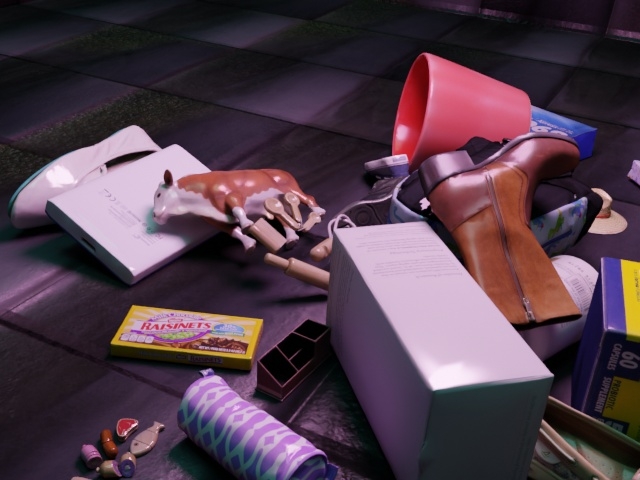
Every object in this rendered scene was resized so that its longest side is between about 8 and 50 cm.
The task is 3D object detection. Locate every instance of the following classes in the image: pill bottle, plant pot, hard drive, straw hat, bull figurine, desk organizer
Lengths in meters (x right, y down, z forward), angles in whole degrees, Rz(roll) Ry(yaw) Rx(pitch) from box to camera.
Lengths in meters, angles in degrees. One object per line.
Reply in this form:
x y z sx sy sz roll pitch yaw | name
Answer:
0.308 0.114 1.153 0.229 0.131 0.131 -20 36 -34 | pill bottle
0.311 -0.257 1.714 0.243 0.274 0.275 9 28 -8 | plant pot
-0.303 -0.058 1.419 0.210 0.040 0.319 39 40 13 | hard drive
0.557 -0.072 1.587 0.145 0.061 0.144 3 28 -2 | straw hat
-0.144 -0.064 1.398 0.310 0.101 0.188 -15 51 -42 | bull figurine
-0.036 0.166 1.104 0.047 0.050 0.130 19 33 26 | desk organizer

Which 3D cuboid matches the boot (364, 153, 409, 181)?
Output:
0.142 -0.130 1.650 0.069 0.086 0.190 -10 3 -9 | boot

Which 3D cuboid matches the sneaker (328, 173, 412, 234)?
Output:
0.108 -0.057 1.498 0.228 0.087 0.130 -32 8 -15 | sneaker

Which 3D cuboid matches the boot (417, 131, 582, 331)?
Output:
0.302 -0.017 1.103 0.264 0.096 0.280 -8 58 -21 | boot

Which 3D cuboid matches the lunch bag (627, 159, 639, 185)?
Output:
0.751 -0.147 1.752 0.083 0.053 0.071 6 29 -15 | lunch bag

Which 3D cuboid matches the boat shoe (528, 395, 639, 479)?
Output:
0.348 0.271 0.916 0.285 0.089 0.105 21 33 28 | boat shoe

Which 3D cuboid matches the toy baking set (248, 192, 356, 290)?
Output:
-0.001 0.004 1.328 0.256 0.030 0.196 26 41 -19 | toy baking set

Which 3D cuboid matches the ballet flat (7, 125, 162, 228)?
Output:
-0.425 -0.117 1.512 0.139 0.139 0.400 13 30 17 | ballet flat

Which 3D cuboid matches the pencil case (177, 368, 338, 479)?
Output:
-0.084 0.241 0.938 0.206 0.086 0.088 29 15 36 | pencil case

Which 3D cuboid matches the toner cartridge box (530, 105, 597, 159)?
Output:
0.491 -0.284 1.946 0.165 0.075 0.348 -18 36 -36 | toner cartridge box

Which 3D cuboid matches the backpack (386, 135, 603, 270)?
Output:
0.262 -0.027 1.316 0.290 0.273 0.356 31 23 26 | backpack

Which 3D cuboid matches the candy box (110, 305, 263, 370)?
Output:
-0.195 0.142 1.154 0.206 0.027 0.105 6 26 3 | candy box

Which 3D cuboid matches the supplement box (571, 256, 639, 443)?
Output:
0.523 0.177 0.997 0.357 0.194 0.195 11 30 13 | supplement box

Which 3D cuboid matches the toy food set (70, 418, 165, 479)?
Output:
-0.251 0.254 0.954 0.078 0.019 0.122 10 30 12 | toy food set

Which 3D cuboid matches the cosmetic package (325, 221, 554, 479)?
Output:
0.128 0.145 1.014 0.155 0.196 0.365 -5 32 -17 | cosmetic package
